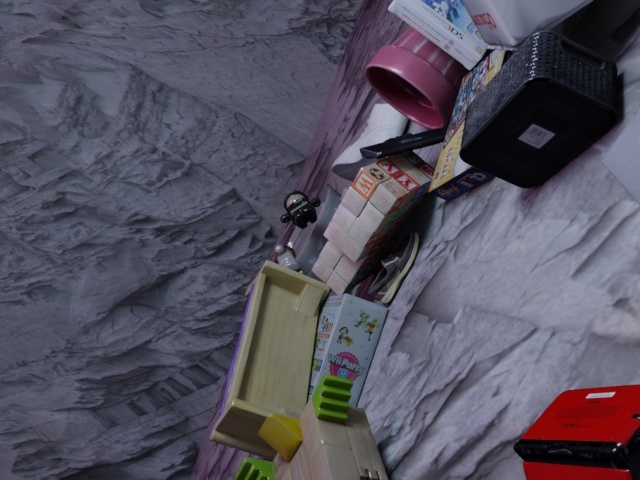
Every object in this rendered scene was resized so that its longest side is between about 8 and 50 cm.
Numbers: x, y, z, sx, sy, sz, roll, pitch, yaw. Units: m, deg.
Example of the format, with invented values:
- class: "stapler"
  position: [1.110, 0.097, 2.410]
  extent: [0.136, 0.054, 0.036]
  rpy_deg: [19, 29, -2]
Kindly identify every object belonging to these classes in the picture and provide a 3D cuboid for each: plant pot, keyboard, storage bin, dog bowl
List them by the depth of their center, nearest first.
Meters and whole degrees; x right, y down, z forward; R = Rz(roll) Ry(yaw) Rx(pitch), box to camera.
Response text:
- class: "storage bin"
  position: [0.270, -0.158, 0.860]
  extent: [0.180, 0.122, 0.084]
  rpy_deg: [130, 160, -57]
- class: "keyboard"
  position: [0.165, -0.183, 1.294]
  extent: [0.108, 0.180, 0.023]
  rpy_deg: [-147, 44, -64]
- class: "plant pot"
  position: [0.218, -0.349, 1.350]
  extent: [0.180, 0.201, 0.201]
  rpy_deg: [-54, 11, -3]
- class: "dog bowl"
  position: [-0.019, 0.020, 1.868]
  extent: [0.348, 0.102, 0.349]
  rpy_deg: [-59, 9, 15]

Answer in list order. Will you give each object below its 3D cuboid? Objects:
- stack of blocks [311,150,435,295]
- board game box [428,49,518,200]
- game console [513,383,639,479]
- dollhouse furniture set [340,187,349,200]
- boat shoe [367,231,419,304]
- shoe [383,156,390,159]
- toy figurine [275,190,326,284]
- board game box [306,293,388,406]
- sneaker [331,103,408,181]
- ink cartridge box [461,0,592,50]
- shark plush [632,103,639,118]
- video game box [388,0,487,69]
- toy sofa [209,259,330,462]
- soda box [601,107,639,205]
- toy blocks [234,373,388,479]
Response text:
- class: "stack of blocks"
  position: [0.092, -0.026, 1.337]
  extent: [0.171, 0.087, 0.297]
  rpy_deg: [-28, -24, -47]
- class: "board game box"
  position: [0.268, -0.201, 1.164]
  extent: [0.165, 0.042, 0.243]
  rpy_deg: [147, 143, -71]
- class: "game console"
  position: [0.244, 0.196, 0.591]
  extent: [0.124, 0.085, 0.144]
  rpy_deg: [-39, 0, -23]
- class: "dollhouse furniture set"
  position: [0.109, -0.108, 1.562]
  extent: [0.081, 0.114, 0.091]
  rpy_deg: [-112, 42, -80]
- class: "boat shoe"
  position: [0.137, 0.048, 1.284]
  extent: [0.056, 0.049, 0.152]
  rpy_deg: [-111, 45, -75]
- class: "shoe"
  position: [0.133, -0.131, 1.450]
  extent: [0.076, 0.058, 0.219]
  rpy_deg: [-47, 2, 44]
- class: "toy figurine"
  position: [0.000, 0.000, 1.592]
  extent: [0.148, 0.213, 0.209]
  rpy_deg: [-124, 44, -66]
- class: "board game box"
  position: [0.012, 0.263, 1.351]
  extent: [0.224, 0.098, 0.303]
  rpy_deg: [159, 131, -74]
- class: "sneaker"
  position: [0.136, -0.254, 1.762]
  extent: [0.292, 0.108, 0.169]
  rpy_deg: [-15, 51, 64]
- class: "ink cartridge box"
  position: [0.211, -0.467, 0.905]
  extent: [0.166, 0.394, 0.285]
  rpy_deg: [-30, 12, 14]
- class: "shark plush"
  position: [0.353, -0.134, 0.687]
  extent: [0.067, 0.073, 0.161]
  rpy_deg: [-52, -23, -40]
- class: "video game box"
  position: [0.248, -0.440, 1.245]
  extent: [0.205, 0.187, 0.048]
  rpy_deg: [-59, 10, -25]
- class: "toy sofa"
  position: [-0.097, 0.232, 1.295]
  extent: [0.177, 0.150, 0.362]
  rpy_deg: [-56, 17, 40]
- class: "soda box"
  position: [0.352, -0.143, 0.525]
  extent: [0.098, 0.091, 0.286]
  rpy_deg: [-90, 24, -60]
- class: "toy blocks"
  position: [-0.010, 0.432, 1.003]
  extent: [0.381, 0.191, 0.261]
  rpy_deg: [-63, 23, 24]
